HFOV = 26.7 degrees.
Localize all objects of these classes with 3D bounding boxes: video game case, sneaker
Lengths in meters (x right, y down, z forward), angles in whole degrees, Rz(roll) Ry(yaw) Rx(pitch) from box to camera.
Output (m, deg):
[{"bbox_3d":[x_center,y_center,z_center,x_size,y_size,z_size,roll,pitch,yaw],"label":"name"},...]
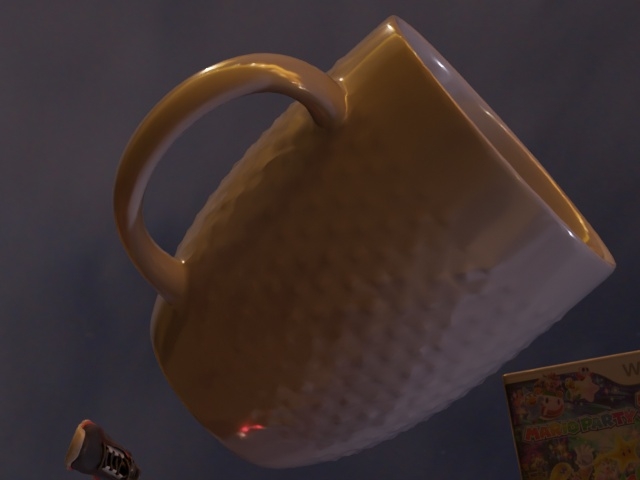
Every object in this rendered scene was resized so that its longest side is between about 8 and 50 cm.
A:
[{"bbox_3d":[0.149,0.123,0.705,0.087,0.011,0.122,-11,-95,4],"label":"video game case"},{"bbox_3d":[-0.242,0.248,1.543,0.064,0.158,0.061,17,-103,14],"label":"sneaker"}]

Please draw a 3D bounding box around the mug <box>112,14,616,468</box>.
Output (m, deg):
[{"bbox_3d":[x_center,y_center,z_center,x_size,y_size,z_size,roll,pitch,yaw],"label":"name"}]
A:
[{"bbox_3d":[0.000,0.000,1.092,0.328,0.374,0.276,-42,-143,12],"label":"mug"}]
